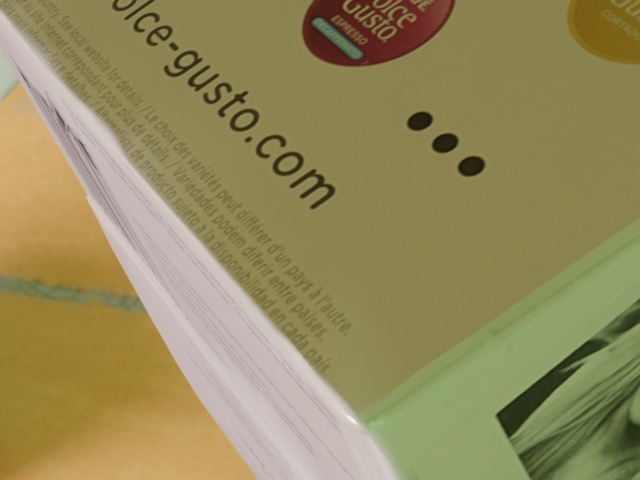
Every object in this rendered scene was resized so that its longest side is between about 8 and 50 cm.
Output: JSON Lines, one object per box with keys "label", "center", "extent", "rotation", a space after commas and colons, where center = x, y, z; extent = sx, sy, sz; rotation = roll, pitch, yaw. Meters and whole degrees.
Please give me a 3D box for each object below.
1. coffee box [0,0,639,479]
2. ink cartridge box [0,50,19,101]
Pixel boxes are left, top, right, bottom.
{"label": "coffee box", "center": [0.110, -0.020, 0.673], "extent": [0.334, 0.337, 0.338], "rotation": [-34, 135, -10]}
{"label": "ink cartridge box", "center": [-0.120, -0.169, 0.779], "extent": [0.072, 0.127, 0.175], "rotation": [38, 110, -20]}
